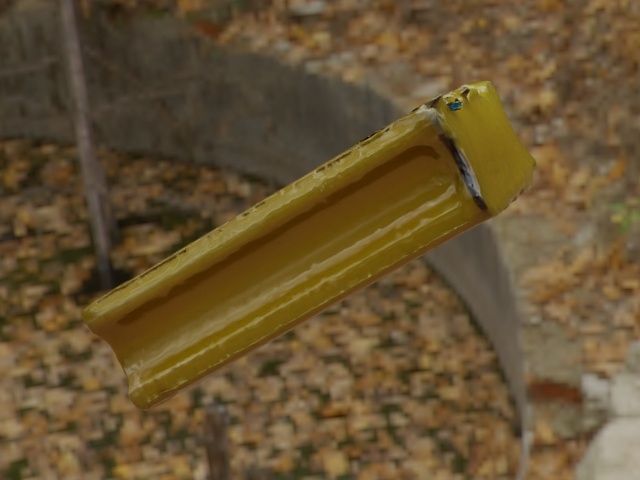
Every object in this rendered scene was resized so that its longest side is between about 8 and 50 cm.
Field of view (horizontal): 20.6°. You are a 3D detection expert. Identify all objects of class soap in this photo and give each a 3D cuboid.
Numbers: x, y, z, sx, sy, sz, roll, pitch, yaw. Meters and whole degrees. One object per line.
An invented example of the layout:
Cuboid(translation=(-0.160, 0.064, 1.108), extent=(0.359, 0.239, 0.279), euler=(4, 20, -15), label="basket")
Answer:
Cuboid(translation=(0.001, 0.000, 1.329), extent=(0.324, 0.096, 0.204), euler=(-30, 0, 21), label="soap")
